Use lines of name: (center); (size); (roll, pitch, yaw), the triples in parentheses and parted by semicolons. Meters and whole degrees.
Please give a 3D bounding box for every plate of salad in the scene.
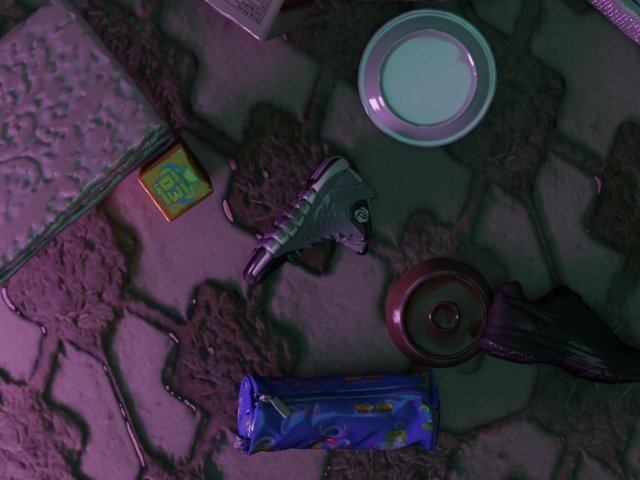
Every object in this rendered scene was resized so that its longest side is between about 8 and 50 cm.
plate of salad: (0.154, -0.235, 1.738); (0.200, 0.048, 0.199); (1, 103, 3)

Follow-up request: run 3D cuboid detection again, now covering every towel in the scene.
towel: (-0.395, -0.139, 1.612); (0.332, 0.053, 0.317); (-40, 61, 0)

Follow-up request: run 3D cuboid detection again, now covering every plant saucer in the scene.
plant saucer: (0.183, 0.111, 1.795); (0.169, 0.029, 0.168); (-1, 97, -7)

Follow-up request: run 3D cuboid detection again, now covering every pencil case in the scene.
pencil case: (0.026, 0.248, 1.746); (0.306, 0.133, 0.119); (0, 64, -6)

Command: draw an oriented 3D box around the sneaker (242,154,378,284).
sneaker: (0.000, 0.000, 1.735); (0.132, 0.086, 0.228); (39, 91, -11)

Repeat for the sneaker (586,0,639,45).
sneaker: (0.430, -0.418, 1.722); (0.282, 0.102, 0.161); (37, 89, -20)

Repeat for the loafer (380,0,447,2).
loafer: (0.128, -0.389, 1.682); (0.320, 0.111, 0.112); (-1, 97, -6)

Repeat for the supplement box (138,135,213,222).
supplement box: (-0.197, -0.087, 1.626); (0.080, 0.233, 0.078); (-36, 100, -3)

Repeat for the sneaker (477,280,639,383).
sneaker: (0.380, 0.137, 1.783); (0.286, 0.109, 0.130); (16, 78, -15)

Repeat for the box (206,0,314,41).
box: (-0.057, -0.407, 1.595); (0.149, 0.127, 0.232); (37, 120, 10)
